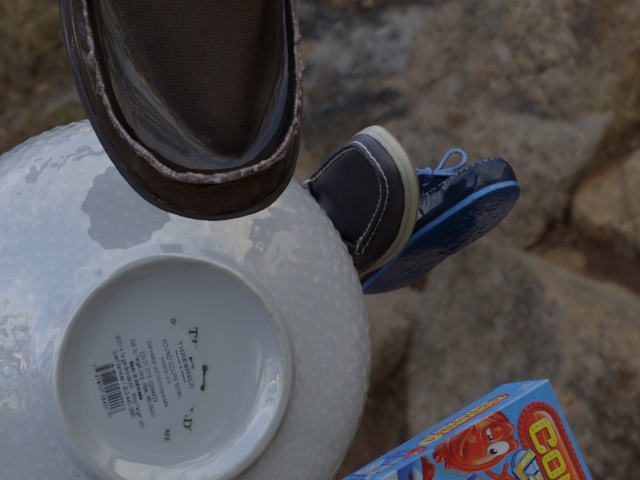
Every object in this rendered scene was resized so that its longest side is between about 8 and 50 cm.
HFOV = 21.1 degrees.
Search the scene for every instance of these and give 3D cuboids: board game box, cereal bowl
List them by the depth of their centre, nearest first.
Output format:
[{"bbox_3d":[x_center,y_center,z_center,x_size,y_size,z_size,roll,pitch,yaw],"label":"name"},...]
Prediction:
[{"bbox_3d":[-0.114,0.084,1.166,0.339,0.339,0.141,-34,14,-14],"label":"cereal bowl"},{"bbox_3d":[0.166,0.345,1.780,0.302,0.308,0.086,-27,4,-31],"label":"board game box"}]

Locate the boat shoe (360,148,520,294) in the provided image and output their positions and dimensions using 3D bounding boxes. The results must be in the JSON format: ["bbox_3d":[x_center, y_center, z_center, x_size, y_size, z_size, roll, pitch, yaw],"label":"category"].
[{"bbox_3d":[0.088,-0.027,1.620,0.109,0.089,0.258,-4,-19,-35],"label":"boat shoe"}]

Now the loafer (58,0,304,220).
[{"bbox_3d":[-0.087,-0.191,0.935,0.134,0.366,0.130,-11,-2,-8],"label":"loafer"}]

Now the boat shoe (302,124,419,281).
[{"bbox_3d":[0.000,0.000,1.565,0.092,0.103,0.285,-26,-14,-33],"label":"boat shoe"}]
